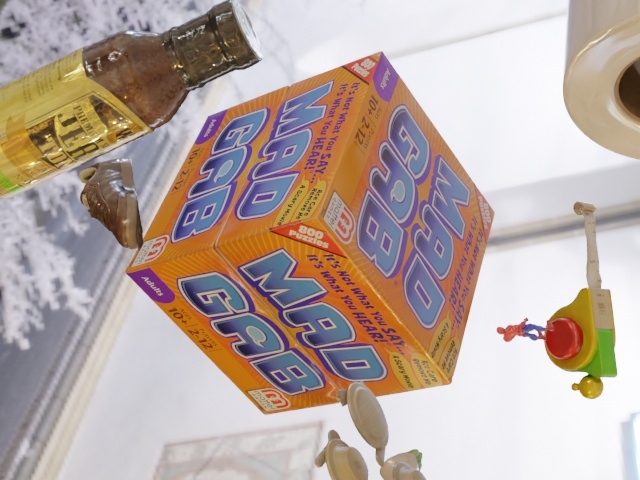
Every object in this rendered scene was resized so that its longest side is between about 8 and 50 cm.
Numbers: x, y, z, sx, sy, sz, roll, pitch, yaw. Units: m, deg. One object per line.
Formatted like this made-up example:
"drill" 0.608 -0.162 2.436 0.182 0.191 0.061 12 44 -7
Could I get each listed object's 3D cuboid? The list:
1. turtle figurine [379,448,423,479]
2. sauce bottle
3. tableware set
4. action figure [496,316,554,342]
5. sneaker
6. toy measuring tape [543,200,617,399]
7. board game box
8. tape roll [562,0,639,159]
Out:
"turtle figurine" 0.201 0.399 1.506 0.266 0.275 0.197 46 172 48
"sauce bottle" -0.227 -0.146 1.165 0.111 0.344 0.111 61 -167 -24
"tableware set" 0.053 0.206 0.980 0.168 0.020 0.141 57 -156 -9
"action figure" 0.298 0.133 1.686 0.115 0.038 0.030 2 -134 -45
"sneaker" -0.263 -0.041 1.425 0.188 0.071 0.066 -113 16 -58
"toy measuring tape" 0.428 0.104 1.921 0.121 0.121 0.330 28 -124 -67
"board game box" 0.000 0.000 1.738 0.356 0.356 0.356 50 -138 -30
"tape roll" 0.396 -0.226 1.269 0.246 0.246 0.169 58 -146 -46
